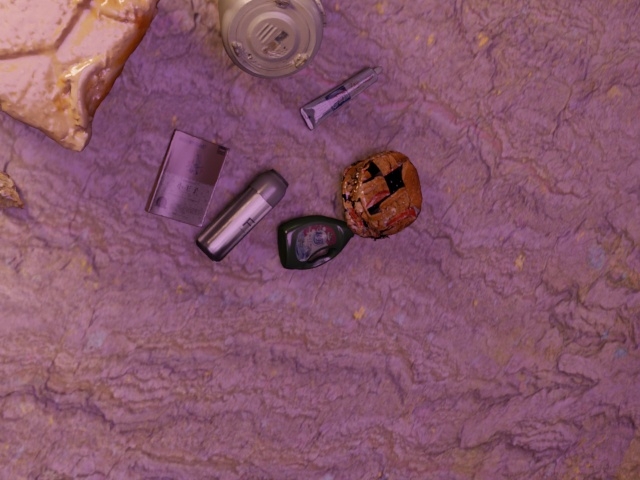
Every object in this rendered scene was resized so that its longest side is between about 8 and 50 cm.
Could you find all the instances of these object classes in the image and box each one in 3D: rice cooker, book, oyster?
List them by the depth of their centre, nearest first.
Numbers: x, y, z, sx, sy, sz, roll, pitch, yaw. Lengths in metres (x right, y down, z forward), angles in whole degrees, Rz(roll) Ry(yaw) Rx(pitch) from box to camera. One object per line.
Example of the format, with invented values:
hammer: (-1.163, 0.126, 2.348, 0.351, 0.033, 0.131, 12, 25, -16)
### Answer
oyster: (-0.690, -0.107, 1.565, 0.121, 0.045, 0.146, -26, 116, -1)
rice cooker: (-0.103, -0.471, 1.612, 0.225, 0.244, 0.226, -6, 128, -7)
book: (-0.301, -0.138, 1.749, 0.138, 0.016, 0.199, 17, 98, -29)

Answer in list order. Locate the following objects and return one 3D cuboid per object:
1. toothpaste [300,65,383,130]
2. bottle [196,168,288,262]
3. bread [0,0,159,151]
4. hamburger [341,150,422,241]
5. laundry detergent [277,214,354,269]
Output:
toothpaste: (0.055, -0.351, 1.843, 0.233, 0.038, 0.060, -35, 114, -8)
bottle: (-0.178, -0.057, 1.802, 0.254, 0.079, 0.096, -47, 157, -5)
bread: (-0.475, -0.406, 1.377, 0.279, 0.371, 0.390, 31, 91, -31)
hamburger: (0.157, -0.110, 1.911, 0.230, 0.106, 0.231, 2, 87, -33)
laundry detergent: (0.000, 0.000, 1.914, 0.210, 0.063, 0.137, -12, 113, -25)
